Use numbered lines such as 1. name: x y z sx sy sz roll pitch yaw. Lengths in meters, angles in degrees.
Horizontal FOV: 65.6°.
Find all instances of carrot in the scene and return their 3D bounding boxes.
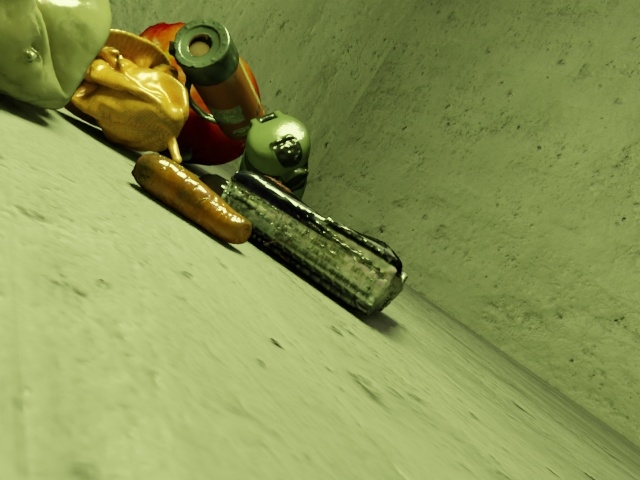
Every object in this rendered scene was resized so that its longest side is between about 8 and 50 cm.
1. carrot: -0.173 -0.056 0.682 0.186 0.060 0.060 35 4 0

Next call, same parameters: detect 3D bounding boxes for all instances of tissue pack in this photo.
1. tissue pack: 0.000 0.000 0.892 0.332 0.123 0.245 34 6 15

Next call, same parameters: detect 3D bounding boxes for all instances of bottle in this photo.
1. bottle: -0.105 -0.165 1.134 0.168 0.168 0.347 33 -15 -1

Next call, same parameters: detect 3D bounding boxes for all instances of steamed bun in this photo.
1. steamed bun: -0.460 -0.353 0.666 0.342 0.255 0.368 32 1 27

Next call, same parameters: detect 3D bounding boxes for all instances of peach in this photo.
1. peach: -0.353 -0.371 1.368 0.335 0.310 0.406 -8 -30 26

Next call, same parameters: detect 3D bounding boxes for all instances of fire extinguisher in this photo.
1. fire extinguisher: -0.218 -0.328 1.093 0.200 0.113 0.376 38 -8 18

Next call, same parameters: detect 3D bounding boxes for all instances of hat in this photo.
1. hat: -0.327 -0.219 0.928 0.233 0.244 0.233 -24 68 -41

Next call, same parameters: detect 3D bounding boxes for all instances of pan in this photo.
1. pan: -0.191 -0.098 1.143 0.202 0.048 0.128 30 4 -44
